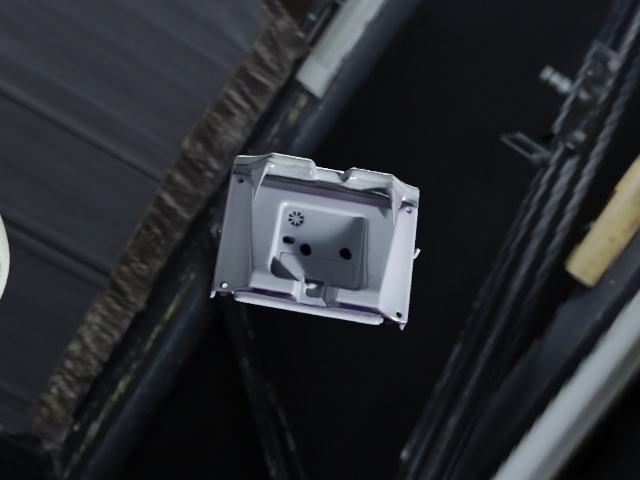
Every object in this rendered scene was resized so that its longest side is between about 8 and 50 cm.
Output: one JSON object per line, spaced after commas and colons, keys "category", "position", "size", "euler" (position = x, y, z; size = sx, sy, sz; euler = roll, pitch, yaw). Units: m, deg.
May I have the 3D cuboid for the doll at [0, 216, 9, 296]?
{"category": "doll", "position": [-0.379, 0.049, 0.818], "size": [0.370, 0.226, 0.215], "euler": [-50, 175, 36]}

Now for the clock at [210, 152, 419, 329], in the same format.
{"category": "clock", "position": [0.000, 0.000, 1.392], "size": [0.083, 0.253, 0.186], "euler": [114, -15, -66]}
